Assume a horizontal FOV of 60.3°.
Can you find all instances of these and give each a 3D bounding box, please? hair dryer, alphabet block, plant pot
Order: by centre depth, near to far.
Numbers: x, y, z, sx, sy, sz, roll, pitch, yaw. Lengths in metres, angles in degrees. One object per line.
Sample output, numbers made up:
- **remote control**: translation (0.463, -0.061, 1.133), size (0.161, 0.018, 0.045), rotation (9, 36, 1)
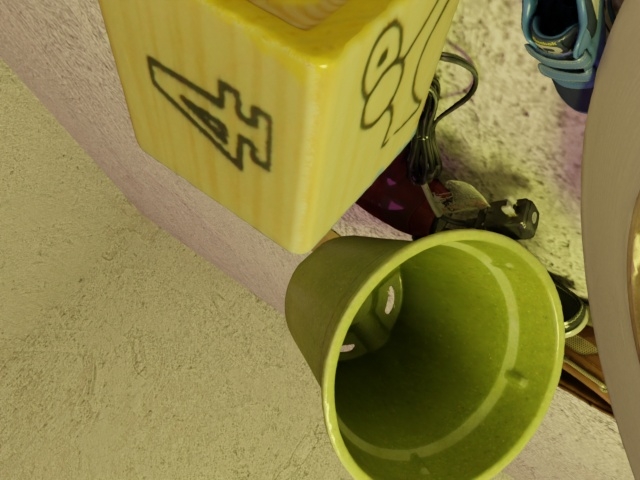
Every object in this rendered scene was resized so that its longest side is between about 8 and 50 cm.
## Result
- **alphabet block**: translation (-0.027, -0.144, 0.423), size (0.193, 0.192, 0.197), rotation (32, 149, 14)
- **hair dryer**: translation (0.092, -0.099, 0.615), size (0.294, 0.080, 0.223), rotation (-2, 126, 55)
- **plant pot**: translation (0.080, 0.102, 0.638), size (0.276, 0.276, 0.254), rotation (46, 171, -24)

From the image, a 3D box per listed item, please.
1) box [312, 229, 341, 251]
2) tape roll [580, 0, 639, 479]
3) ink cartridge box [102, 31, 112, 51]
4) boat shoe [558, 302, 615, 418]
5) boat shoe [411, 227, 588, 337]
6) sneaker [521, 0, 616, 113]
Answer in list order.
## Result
- **box**: translation (0.000, 0.000, 1.140), size (0.201, 0.021, 0.164), rotation (37, 164, 5)
- **tape roll**: translation (0.214, 0.052, 0.240), size (0.072, 0.391, 0.392), rotation (-9, 151, 8)
- **ink cartridge box**: translation (-0.175, -0.220, 0.784), size (0.218, 0.092, 0.158), rotation (35, 164, 17)
- **boat shoe**: translation (0.273, 0.131, 0.722), size (0.122, 0.120, 0.324), rotation (48, 161, -30)
- **boat shoe**: translation (0.214, 0.048, 0.689), size (0.233, 0.084, 0.079), rotation (30, 163, 38)
- **sneaker**: translation (0.160, -0.130, 0.356), size (0.053, 0.059, 0.144), rotation (20, 158, 43)
